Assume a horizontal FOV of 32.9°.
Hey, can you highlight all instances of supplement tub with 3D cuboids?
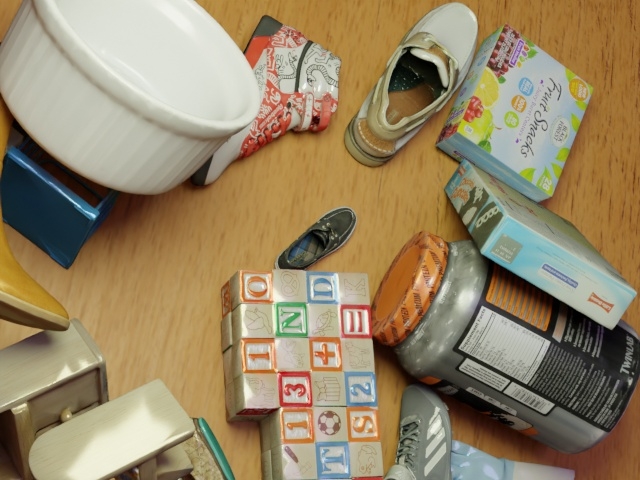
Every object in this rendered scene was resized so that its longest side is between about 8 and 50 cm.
[{"bbox_3d":[0.231,0.125,1.387,0.316,0.193,0.194,29,65,-9],"label":"supplement tub"}]

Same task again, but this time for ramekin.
[{"bbox_3d":[-0.213,-0.179,1.178,0.277,0.135,0.277,33,29,-21],"label":"ramekin"}]

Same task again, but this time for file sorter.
[{"bbox_3d":[-0.297,-0.065,1.265,0.118,0.170,0.104,39,60,-5],"label":"file sorter"}]

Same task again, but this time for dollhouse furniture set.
[{"bbox_3d":[-0.260,0.302,1.063,0.256,0.362,0.394,-24,54,-27],"label":"dollhouse furniture set"}]

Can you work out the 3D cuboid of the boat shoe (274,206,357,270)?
[{"bbox_3d":[0.000,0.000,1.426,0.142,0.040,0.049,-40,89,-27],"label":"boat shoe"}]

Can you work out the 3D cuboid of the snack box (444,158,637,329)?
[{"bbox_3d":[0.270,-0.006,1.396,0.187,0.322,0.060,30,103,-9],"label":"snack box"}]

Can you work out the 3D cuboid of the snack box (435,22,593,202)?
[{"bbox_3d":[0.285,-0.181,1.575,0.174,0.070,0.207,33,65,-13],"label":"snack box"}]

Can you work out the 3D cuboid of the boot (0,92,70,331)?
[{"bbox_3d":[-0.352,-0.052,1.109,0.295,0.104,0.211,28,67,-11],"label":"boot"}]

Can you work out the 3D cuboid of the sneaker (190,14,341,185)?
[{"bbox_3d":[-0.062,-0.164,1.430,0.145,0.090,0.270,26,63,-8],"label":"sneaker"}]

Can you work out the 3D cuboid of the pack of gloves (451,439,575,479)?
[{"bbox_3d":[0.229,0.364,1.389,0.232,0.046,0.195,16,68,-15],"label":"pack of gloves"}]

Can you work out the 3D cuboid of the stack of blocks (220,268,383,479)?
[{"bbox_3d":[-0.024,0.190,1.326,0.171,0.087,0.297,2,72,-20],"label":"stack of blocks"}]

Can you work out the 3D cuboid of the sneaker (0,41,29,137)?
[{"bbox_3d":[-0.318,-0.234,1.362,0.340,0.125,0.140,-22,54,-23],"label":"sneaker"}]

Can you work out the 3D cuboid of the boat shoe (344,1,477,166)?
[{"bbox_3d":[0.149,-0.233,1.525,0.113,0.103,0.302,35,64,-7],"label":"boat shoe"}]

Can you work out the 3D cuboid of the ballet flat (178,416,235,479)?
[{"bbox_3d":[-0.119,0.308,1.273,0.067,0.073,0.206,-31,82,1],"label":"ballet flat"}]

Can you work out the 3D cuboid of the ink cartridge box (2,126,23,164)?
[{"bbox_3d":[-0.440,-0.049,1.214,0.087,0.153,0.208,41,64,-6],"label":"ink cartridge box"}]

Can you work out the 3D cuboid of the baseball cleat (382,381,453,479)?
[{"bbox_3d":[0.118,0.267,1.341,0.109,0.072,0.206,16,52,-40],"label":"baseball cleat"}]
